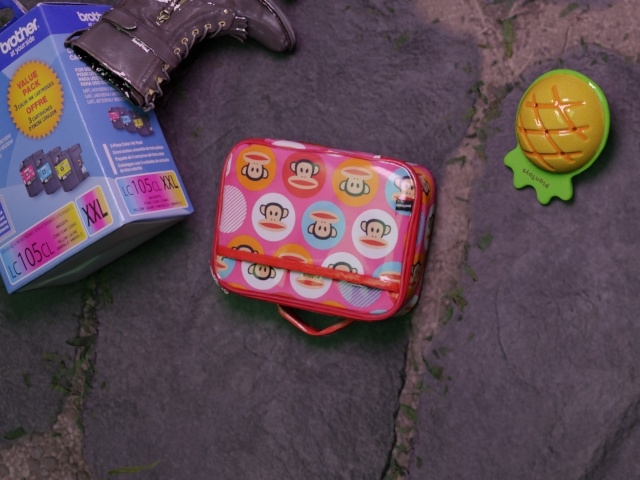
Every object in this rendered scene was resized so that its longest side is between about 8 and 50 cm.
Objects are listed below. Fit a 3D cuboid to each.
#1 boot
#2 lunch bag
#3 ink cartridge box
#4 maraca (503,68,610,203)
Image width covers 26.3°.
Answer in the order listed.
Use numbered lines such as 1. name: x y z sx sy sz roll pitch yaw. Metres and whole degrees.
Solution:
1. boot: -0.189 -0.267 1.872 0.263 0.091 0.229 31 66 -3
2. lunch bag: 0.000 0.000 1.868 0.293 0.120 0.258 10 96 20
3. ink cartridge box: -0.380 -0.158 1.940 0.270 0.151 0.395 -28 78 35
4. maraca: 0.306 -0.135 1.779 0.127 0.099 0.185 36 125 24
